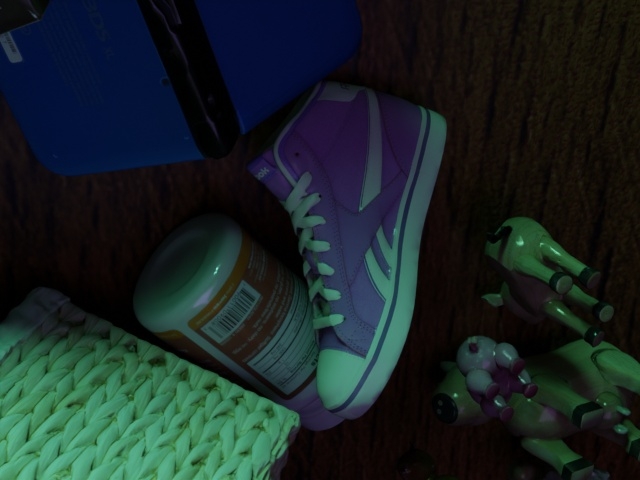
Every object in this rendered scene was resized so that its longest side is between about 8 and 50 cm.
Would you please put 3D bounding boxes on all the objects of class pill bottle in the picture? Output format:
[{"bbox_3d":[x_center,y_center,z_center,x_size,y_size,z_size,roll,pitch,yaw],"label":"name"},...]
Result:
[{"bbox_3d":[-0.055,0.081,0.928,0.121,0.121,0.216,-42,123,8],"label":"pill bottle"}]

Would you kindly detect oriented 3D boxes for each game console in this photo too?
[{"bbox_3d":[-0.134,-0.222,0.787,0.250,0.173,0.293,-5,125,21],"label":"game console"}]

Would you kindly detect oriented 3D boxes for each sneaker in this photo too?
[{"bbox_3d":[0.000,0.000,0.866,0.161,0.102,0.282,17,73,-20],"label":"sneaker"}]

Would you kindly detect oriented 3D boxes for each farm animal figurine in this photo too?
[{"bbox_3d":[0.210,0.142,1.034,0.327,0.172,0.330,10,108,-36],"label":"farm animal figurine"}]

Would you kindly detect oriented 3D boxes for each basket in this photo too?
[{"bbox_3d":[-0.214,0.277,0.807,0.266,0.331,0.328,22,119,7],"label":"basket"}]

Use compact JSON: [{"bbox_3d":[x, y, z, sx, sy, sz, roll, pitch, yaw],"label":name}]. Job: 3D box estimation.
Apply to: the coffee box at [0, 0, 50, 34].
[{"bbox_3d":[-0.333,-0.179,0.637,0.297,0.119,0.168,-18,121,6],"label":"coffee box"}]
